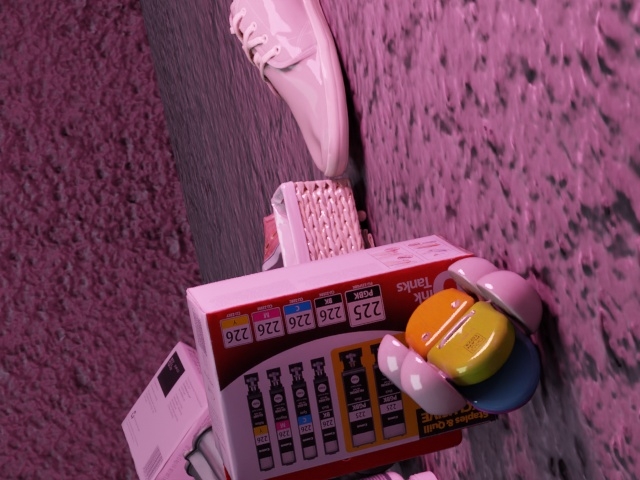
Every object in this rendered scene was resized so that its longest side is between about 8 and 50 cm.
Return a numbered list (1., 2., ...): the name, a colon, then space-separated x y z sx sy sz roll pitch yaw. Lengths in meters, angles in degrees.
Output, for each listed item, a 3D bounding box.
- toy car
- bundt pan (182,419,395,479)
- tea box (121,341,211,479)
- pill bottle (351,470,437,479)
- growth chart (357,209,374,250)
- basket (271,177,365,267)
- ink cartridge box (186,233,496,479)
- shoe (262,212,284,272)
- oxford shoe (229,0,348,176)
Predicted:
1. toy car: 0.158 0.114 1.311 0.136 0.159 0.182 45 176 -16
2. bundt pan: -0.022 0.305 1.847 0.331 0.331 0.124 98 149 -57
3. tea box: -0.175 0.406 2.504 0.220 0.323 0.329 -56 21 5
4. pill bottle: 0.075 0.375 1.779 0.108 0.180 0.108 168 90 -78
5. growth chart: 0.068 0.070 1.900 0.172 0.021 0.237 122 137 -72
6. basket: 0.000 0.000 1.858 0.113 0.103 0.167 137 124 -76
7. ink cartridge box: 0.030 0.162 1.484 0.130 0.309 0.272 -144 43 -72
8. shoe: -0.074 0.002 2.389 0.178 0.063 0.081 125 133 -66
9. oxford shoe: -0.057 -0.289 1.880 0.169 0.130 0.449 114 141 -67
